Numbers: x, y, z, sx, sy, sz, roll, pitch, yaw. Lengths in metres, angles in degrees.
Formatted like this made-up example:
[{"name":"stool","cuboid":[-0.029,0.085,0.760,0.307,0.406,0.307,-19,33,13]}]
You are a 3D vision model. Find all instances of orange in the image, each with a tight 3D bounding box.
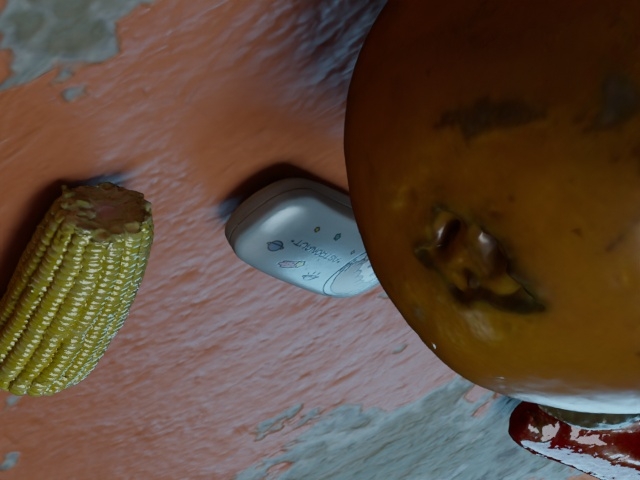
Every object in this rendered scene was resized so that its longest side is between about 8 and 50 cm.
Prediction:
[{"name":"orange","cuboid":[0.168,-0.052,1.075,0.312,0.312,0.312,-23,153,-13]}]

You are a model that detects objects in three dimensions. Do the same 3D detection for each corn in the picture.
[{"name":"corn","cuboid":[-0.157,0.032,1.159,0.085,0.063,0.165,11,136,-19]}]

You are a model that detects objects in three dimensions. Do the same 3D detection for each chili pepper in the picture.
[{"name":"chili pepper","cuboid":[0.288,0.169,1.795,0.252,0.136,0.144,11,159,-43]}]

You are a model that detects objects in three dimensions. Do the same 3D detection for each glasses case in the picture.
[{"name":"glasses case","cuboid":[0.000,0.000,1.274,0.067,0.045,0.178,-38,153,17]}]

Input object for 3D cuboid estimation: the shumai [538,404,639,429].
[{"name":"shumai","cuboid":[0.246,0.041,1.514,0.153,0.161,0.209,-39,140,-61]}]
